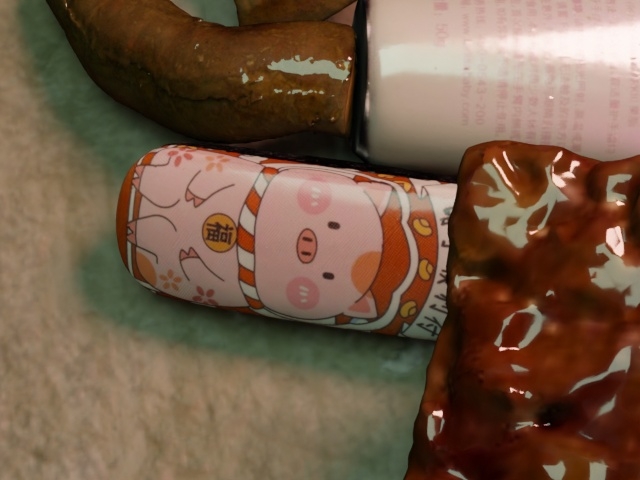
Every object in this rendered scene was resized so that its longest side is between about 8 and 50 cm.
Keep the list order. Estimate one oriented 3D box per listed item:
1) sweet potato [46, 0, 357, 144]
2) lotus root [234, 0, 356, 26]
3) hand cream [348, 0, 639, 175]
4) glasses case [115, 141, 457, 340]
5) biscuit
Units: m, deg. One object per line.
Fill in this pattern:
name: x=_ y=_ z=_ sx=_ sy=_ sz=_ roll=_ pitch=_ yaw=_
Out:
sweet potato: x=-0.088 y=-0.129 z=1.250 sx=0.286 sy=0.085 sz=0.112 roll=27 pitch=74 yaw=37
lotus root: x=-0.005 y=-0.224 z=1.258 sx=0.135 sy=0.095 sz=0.159 roll=-15 pitch=51 yaw=40
hand cream: x=0.196 y=-0.104 z=1.201 sx=0.359 sy=0.118 sz=0.185 roll=1 pitch=74 yaw=2
glasses case: x=0.000 y=0.000 z=1.180 sx=0.267 sy=0.067 sz=0.103 roll=8 pitch=109 yaw=11
biscuit: x=0.210 y=0.152 z=0.972 sx=0.343 sy=0.166 sz=0.395 roll=7 pitch=77 yaw=25
